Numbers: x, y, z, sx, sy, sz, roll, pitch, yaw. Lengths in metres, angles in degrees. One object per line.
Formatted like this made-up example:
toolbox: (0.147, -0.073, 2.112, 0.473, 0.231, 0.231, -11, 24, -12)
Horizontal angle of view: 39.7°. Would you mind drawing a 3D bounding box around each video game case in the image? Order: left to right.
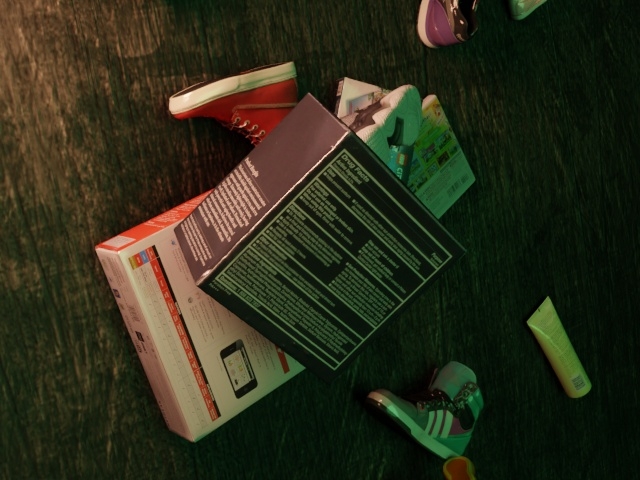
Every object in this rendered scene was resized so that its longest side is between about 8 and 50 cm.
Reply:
video game case: (0.190, -0.133, 1.713, 0.227, 0.026, 0.206, -44, 119, -26)

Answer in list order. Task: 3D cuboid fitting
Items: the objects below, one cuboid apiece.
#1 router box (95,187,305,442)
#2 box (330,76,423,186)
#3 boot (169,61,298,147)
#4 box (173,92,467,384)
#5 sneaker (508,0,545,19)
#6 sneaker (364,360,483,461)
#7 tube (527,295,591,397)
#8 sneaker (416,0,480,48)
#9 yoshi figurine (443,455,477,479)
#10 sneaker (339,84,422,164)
router box: (-0.158, 0.101, 1.426, 0.301, 0.082, 0.336, -29, 111, -33)
box: (0.086, -0.158, 1.589, 0.159, 0.044, 0.233, 12, 87, -21)
boot: (-0.122, -0.181, 1.428, 0.244, 0.088, 0.176, -21, 109, -38)
box: (0.000, 0.000, 1.309, 0.294, 0.183, 0.296, -44, 124, 6)
sneaker: (0.437, -0.524, 1.851, 0.134, 0.051, 0.070, -43, 123, -22)
sneaker: (0.217, 0.306, 1.708, 0.295, 0.123, 0.178, 41, 75, -41)
tube: (0.539, 0.247, 2.005, 0.240, 0.062, 0.070, 59, 17, -20)
sneaker: (0.266, -0.509, 1.673, 0.107, 0.124, 0.283, 0, 94, -38)
yoshi figurine: (0.278, 0.595, 1.765, 0.203, 0.203, 0.362, -52, 126, -44)
sneaker: (0.065, -0.191, 1.500, 0.268, 0.153, 0.101, -47, 133, -47)
